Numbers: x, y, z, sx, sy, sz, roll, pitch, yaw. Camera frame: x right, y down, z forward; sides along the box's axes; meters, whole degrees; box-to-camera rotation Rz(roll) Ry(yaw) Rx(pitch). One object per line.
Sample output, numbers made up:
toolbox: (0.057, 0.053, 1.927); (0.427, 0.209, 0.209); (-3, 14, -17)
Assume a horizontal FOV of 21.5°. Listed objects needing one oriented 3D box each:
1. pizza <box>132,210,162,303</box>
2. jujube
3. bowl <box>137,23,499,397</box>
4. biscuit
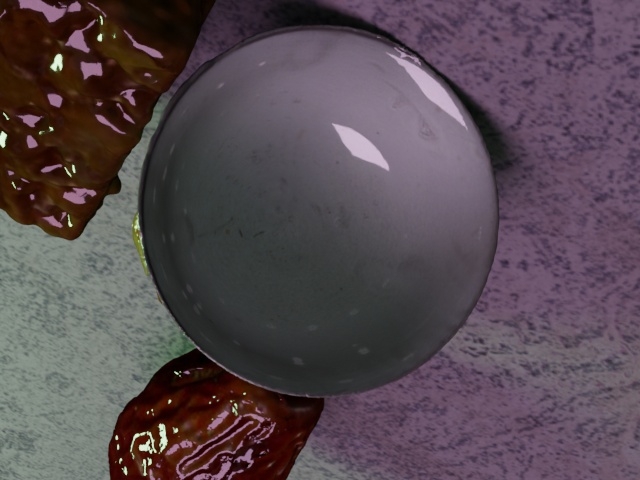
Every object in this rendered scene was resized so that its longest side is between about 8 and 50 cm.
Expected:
pizza: (-0.094, 0.042, 1.627); (0.323, 0.089, 0.223); (22, 149, 53)
jujube: (-0.117, 0.216, 1.856); (0.197, 0.197, 0.290); (37, 127, -17)
bowl: (-0.015, -0.023, 1.462); (0.313, 0.313, 0.146); (34, 169, -12)
biscuit: (-0.302, -0.207, 1.450); (0.395, 0.166, 0.342); (32, 145, -7)
